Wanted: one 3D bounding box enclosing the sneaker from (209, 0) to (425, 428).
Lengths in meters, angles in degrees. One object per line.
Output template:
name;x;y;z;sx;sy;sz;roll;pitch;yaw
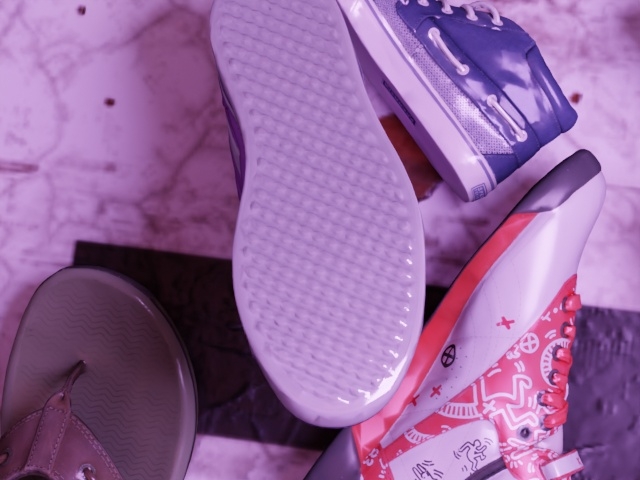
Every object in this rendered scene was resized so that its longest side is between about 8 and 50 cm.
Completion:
sneaker;0.001;0.000;1.068;0.102;0.161;0.282;-6;57;-2

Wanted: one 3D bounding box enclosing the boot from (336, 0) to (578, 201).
boot;0.068;-0.121;1.140;0.086;0.069;0.190;-35;89;-7

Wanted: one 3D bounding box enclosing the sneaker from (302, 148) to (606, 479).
sneaker;0.117;0.091;1.092;0.145;0.090;0.270;37;91;8

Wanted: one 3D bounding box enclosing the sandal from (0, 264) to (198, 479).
sandal;-0.149;0.165;1.107;0.120;0.086;0.303;11;84;7
